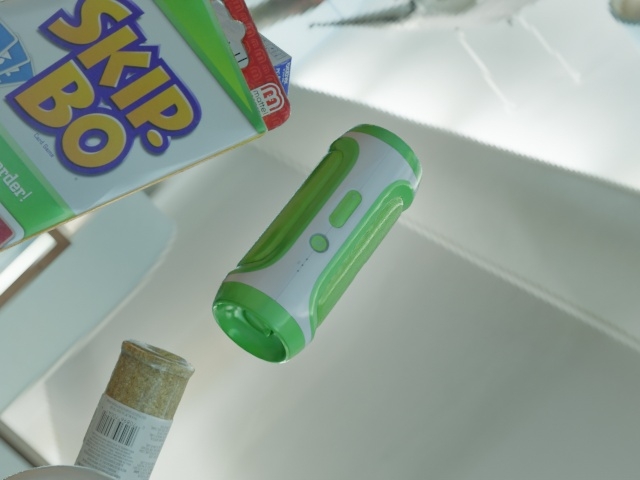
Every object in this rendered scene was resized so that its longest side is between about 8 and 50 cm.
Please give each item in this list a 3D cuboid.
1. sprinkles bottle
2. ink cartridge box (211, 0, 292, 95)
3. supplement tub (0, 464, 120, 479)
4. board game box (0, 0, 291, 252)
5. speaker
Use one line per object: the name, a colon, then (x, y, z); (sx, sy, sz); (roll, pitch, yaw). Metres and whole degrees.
sprinkles bottle: (-0.308, 0.333, 1.848); (0.355, 0.121, 0.121); (-68, -158, -2)
ink cartridge box: (-0.126, -0.259, 1.685); (0.046, 0.207, 0.097); (-30, 147, -32)
supplement tub: (-0.245, 0.393, 1.256); (0.241, 0.241, 0.331); (-51, 159, -23)
board game box: (-0.150, -0.073, 0.674); (0.259, 0.124, 0.039); (-26, -174, -14)
speaker: (0.000, 0.000, 1.434); (0.131, 0.131, 0.296); (-11, -144, 55)
